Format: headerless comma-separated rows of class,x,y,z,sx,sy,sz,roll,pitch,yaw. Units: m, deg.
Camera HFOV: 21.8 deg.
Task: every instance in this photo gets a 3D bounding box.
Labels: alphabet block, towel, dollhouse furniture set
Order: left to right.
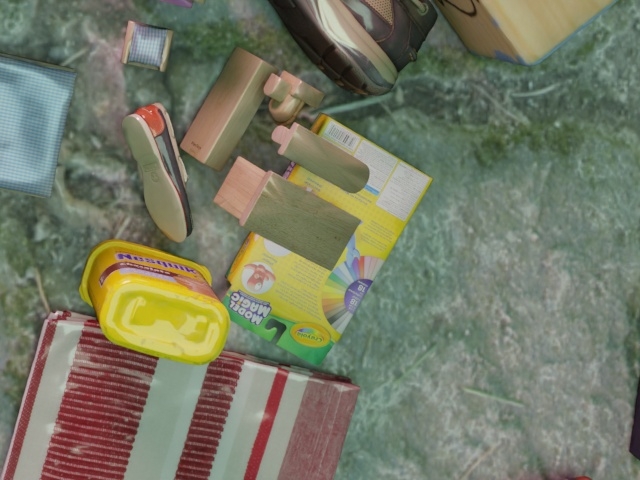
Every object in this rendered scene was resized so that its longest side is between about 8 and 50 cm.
dollhouse furniture set,-0.261,-0.147,1.492,0.286,0.198,0.303,13,98,-15
towel,-0.145,0.215,1.674,0.329,0.037,0.237,15,99,-13
dollhouse furniture set,-0.035,-0.080,1.601,0.123,0.151,0.144,27,94,-40
alphabet block,0.188,-0.302,1.567,0.193,0.192,0.197,-39,106,-5

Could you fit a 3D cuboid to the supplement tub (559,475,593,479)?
supplement tub,0.202,0.316,1.734,0.198,0.106,0.106,-12,103,-11

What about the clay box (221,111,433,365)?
clay box,0.000,0.000,1.654,0.127,0.053,0.222,30,94,-15

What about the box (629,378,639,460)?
box,0.526,0.191,1.658,0.313,0.343,0.179,3,102,-14

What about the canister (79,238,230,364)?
canister,-0.156,0.058,1.569,0.126,0.170,0.073,17,97,-15

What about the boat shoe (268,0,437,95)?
boat shoe,-0.021,-0.298,1.566,0.130,0.132,0.355,-45,115,-11

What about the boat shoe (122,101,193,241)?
boat shoe,-0.150,-0.066,1.613,0.043,0.049,0.137,-35,111,-45
